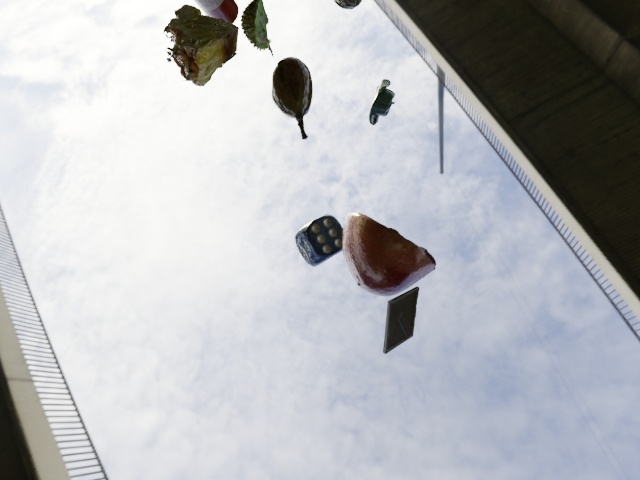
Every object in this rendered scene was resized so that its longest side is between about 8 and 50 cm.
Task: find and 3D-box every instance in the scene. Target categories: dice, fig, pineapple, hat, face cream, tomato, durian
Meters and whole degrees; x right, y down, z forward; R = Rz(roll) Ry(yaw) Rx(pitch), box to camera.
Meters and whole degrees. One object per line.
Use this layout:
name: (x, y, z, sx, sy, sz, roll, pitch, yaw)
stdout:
dice: (0.000, 0.000, 1.436, 0.146, 0.146, 0.143, -29, -94, -22)
fig: (-0.085, -0.460, 1.349, 0.145, 0.170, 0.275, -10, -104, -8)
pineapple: (-0.303, -0.511, 1.042, 0.185, 0.114, 0.237, -3, -115, -18)
hat: (0.216, -0.476, 1.398, 0.077, 0.138, 0.191, 16, -135, 2)
face cream: (-0.313, -0.689, 1.118, 0.095, 0.214, 0.096, -1, -96, 15)
tomato: (0.162, 0.062, 1.104, 0.308, 0.309, 0.170, 31, -90, 25)
durian: (-0.213, -0.719, 1.400, 0.100, 0.215, 0.086, -27, -119, -13)

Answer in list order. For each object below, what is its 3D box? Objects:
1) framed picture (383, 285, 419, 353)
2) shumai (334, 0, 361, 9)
framed picture: (0.196, 0.193, 0.989, 0.109, 0.149, 0.011, -18, -149, -35)
shumai: (0.070, -0.682, 1.069, 0.099, 0.087, 0.124, -40, -75, 8)
